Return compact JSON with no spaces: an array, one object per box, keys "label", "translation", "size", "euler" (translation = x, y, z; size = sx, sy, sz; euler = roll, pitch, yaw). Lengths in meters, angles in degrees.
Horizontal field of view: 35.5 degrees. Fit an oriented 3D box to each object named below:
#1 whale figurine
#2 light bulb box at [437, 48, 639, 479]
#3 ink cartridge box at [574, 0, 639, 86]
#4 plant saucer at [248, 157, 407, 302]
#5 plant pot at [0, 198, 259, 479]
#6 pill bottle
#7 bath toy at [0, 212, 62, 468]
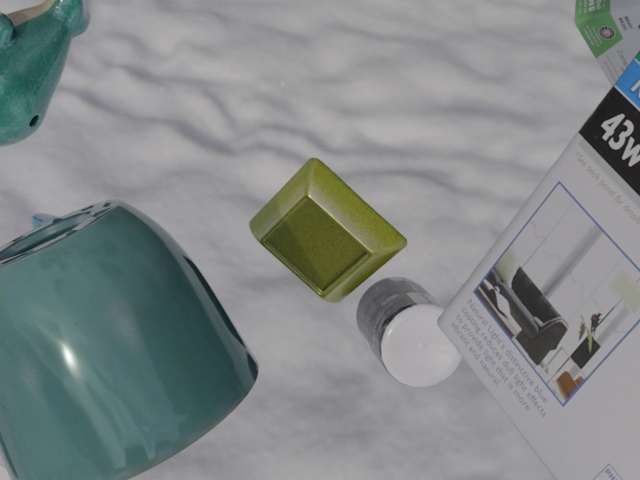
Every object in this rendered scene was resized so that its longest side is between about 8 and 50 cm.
[{"label":"whale figurine","translation":[-0.415,-0.243,1.413],"size":[0.141,0.216,0.272],"euler":[40,72,12]},{"label":"light bulb box","translation":[0.350,0.007,0.771],"size":[0.358,0.361,0.225],"euler":[-1,44,-42]},{"label":"ink cartridge box","translation":[0.449,-0.286,1.261],"size":[0.213,0.154,0.093],"euler":[-10,55,33]},{"label":"plant saucer","translation":[0.000,0.000,1.472],"size":[0.188,0.188,0.045],"euler":[42,40,-6]},{"label":"plant pot","translation":[-0.246,0.096,1.079],"size":[0.293,0.235,0.293],"euler":[-22,14,6]},{"label":"pill bottle","translation":[0.129,0.131,1.564],"size":[0.131,0.130,0.245],"euler":[3,11,-10]},{"label":"bath toy","translation":[-0.371,0.144,1.336],"size":[0.129,0.348,0.151],"euler":[15,3,23]}]
